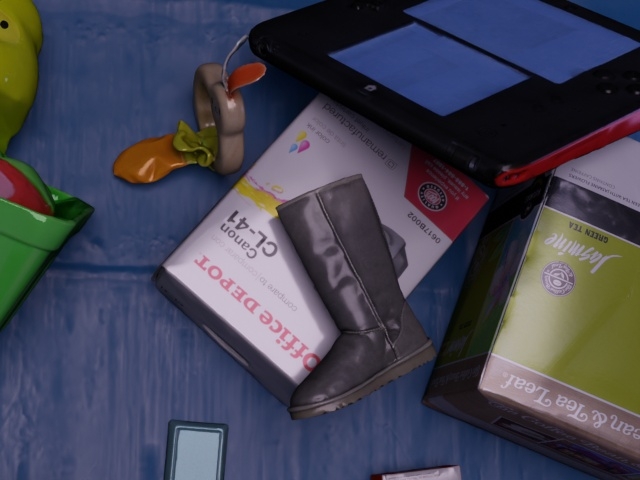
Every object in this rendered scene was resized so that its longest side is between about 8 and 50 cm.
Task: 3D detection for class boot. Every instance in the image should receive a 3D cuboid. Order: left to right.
[{"bbox_3d":[0.009,0.055,1.219,0.189,0.076,0.208,-27,95,-30],"label":"boot"}]

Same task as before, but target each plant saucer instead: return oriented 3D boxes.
[{"bbox_3d":[-0.139,0.292,1.306,0.067,0.018,0.192,6,79,-10],"label":"plant saucer"}]

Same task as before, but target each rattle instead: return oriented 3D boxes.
[{"bbox_3d":[-0.144,-0.140,1.293,0.142,0.199,0.130,4,78,-11],"label":"rattle"}]

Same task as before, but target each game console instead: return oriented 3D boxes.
[{"bbox_3d":[0.165,-0.195,1.290,0.342,0.060,0.386,-22,40,-36],"label":"game console"}]

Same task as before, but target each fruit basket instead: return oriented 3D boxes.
[{"bbox_3d":[-0.397,-0.115,1.221,0.392,0.283,0.392,0,96,-5],"label":"fruit basket"}]

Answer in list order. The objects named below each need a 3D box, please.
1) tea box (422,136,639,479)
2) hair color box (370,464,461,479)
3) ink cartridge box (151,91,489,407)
[{"bbox_3d":[0.336,0.090,1.339,0.329,0.220,0.324,24,75,-6],"label":"tea box"},{"bbox_3d":[0.115,0.337,1.331,0.093,0.053,0.167,-5,81,-13],"label":"hair color box"},{"bbox_3d":[0.000,0.000,1.334,0.226,0.131,0.306,42,73,-2],"label":"ink cartridge box"}]
